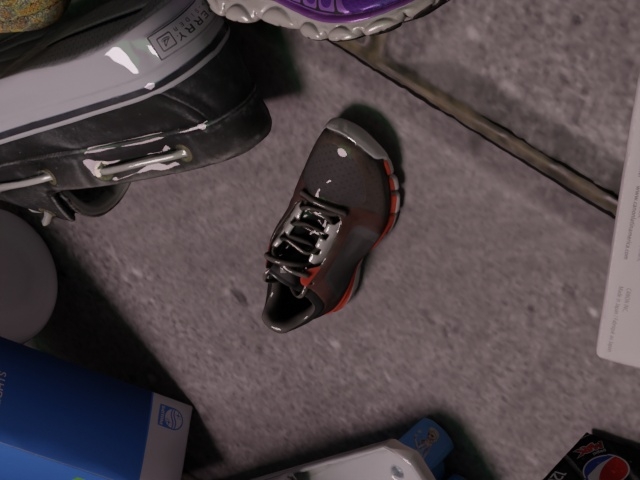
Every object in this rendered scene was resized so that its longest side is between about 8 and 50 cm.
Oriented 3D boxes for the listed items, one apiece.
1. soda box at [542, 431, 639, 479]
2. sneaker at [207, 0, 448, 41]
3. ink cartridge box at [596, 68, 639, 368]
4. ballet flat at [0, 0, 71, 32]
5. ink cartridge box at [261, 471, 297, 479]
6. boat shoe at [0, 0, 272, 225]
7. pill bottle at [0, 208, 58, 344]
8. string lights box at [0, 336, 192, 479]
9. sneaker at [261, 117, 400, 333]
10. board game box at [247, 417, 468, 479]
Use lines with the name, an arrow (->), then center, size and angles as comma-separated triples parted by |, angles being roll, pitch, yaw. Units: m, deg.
soda box -> 0.169, 0.199, 1.133 | 0.053, 0.060, 0.169 | 17, 131, 35
sneaker -> -0.001, -0.148, 1.020 | 0.170, 0.068, 0.071 | 12, 122, 37
ink cartridge box -> 0.254, 0.005, 0.929 | 0.225, 0.056, 0.181 | 13, 130, 12
ballet flat -> -0.289, -0.183, 1.231 | 0.348, 0.123, 0.123 | 10, 126, 38
ink cartridge box -> -0.137, 0.288, 1.280 | 0.307, 0.223, 0.129 | -25, 101, 50
boat shoe -> -0.165, -0.063, 1.192 | 0.335, 0.121, 0.119 | -9, 118, 49
pill bottle -> -0.274, 0.048, 1.393 | 0.184, 0.103, 0.103 | -26, 101, 49
string lights box -> -0.234, 0.122, 1.324 | 0.260, 0.077, 0.133 | 24, 150, -30
sneaker -> 0.000, 0.000, 1.131 | 0.061, 0.065, 0.158 | 33, 138, 20
board game box -> 0.049, 0.321, 1.348 | 0.390, 0.050, 0.390 | -24, 103, 49
